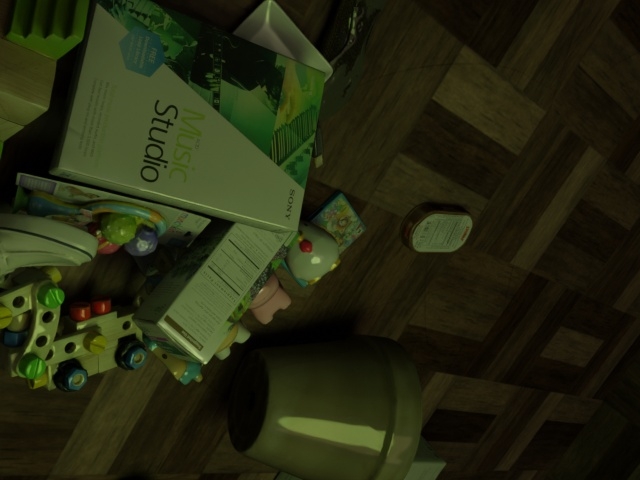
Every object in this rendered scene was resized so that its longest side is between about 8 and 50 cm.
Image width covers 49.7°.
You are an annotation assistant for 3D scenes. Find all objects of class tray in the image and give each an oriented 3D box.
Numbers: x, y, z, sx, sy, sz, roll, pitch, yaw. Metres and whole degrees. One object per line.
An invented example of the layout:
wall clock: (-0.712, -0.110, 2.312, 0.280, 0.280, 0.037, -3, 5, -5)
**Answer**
tray: (-0.118, -0.198, 0.983, 0.270, 0.030, 0.145, -48, 113, -6)

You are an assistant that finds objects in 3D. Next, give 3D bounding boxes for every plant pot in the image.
plant pot: (-0.014, 0.323, 1.318, 0.281, 0.323, 0.323, 14, 111, -26)

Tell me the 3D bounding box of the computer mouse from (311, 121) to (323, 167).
computer mouse: (-0.084, -0.097, 1.079, 0.184, 0.060, 0.261, -10, 110, -19)

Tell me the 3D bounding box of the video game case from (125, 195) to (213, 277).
video game case: (-0.229, -0.033, 1.062, 0.157, 0.019, 0.143, -31, 135, -15)

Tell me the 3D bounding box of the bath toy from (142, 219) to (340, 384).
bath toy: (-0.124, 0.086, 1.153, 0.348, 0.151, 0.129, -40, 104, -6)

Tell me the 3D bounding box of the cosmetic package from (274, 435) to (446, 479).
cosmetic package: (0.101, 0.561, 1.662, 0.385, 0.156, 0.217, 23, 104, -44)

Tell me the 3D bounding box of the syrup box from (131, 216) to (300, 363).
syrup box: (-0.144, 0.050, 0.968, 0.096, 0.093, 0.236, 46, 63, -24)

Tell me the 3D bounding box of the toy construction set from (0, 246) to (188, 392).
toy construction set: (-0.333, 0.101, 0.993, 0.328, 0.151, 0.214, -8, 109, -35)

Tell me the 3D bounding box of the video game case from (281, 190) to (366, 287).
video game case: (0.000, 0.000, 1.270, 0.166, 0.015, 0.119, -43, 137, -4)

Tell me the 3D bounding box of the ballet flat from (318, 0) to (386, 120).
ballet flat: (0.032, -0.301, 1.054, 0.084, 0.058, 0.249, 2, 123, -36)

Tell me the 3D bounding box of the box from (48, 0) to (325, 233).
box: (-0.154, -0.155, 0.883, 0.322, 0.058, 0.232, 14, 81, -32)

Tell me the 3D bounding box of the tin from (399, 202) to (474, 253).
tin: (0.245, -0.022, 1.435, 0.190, 0.040, 0.106, 1, 123, -39)

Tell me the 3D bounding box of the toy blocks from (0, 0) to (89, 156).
toy blocks: (-0.424, -0.162, 0.618, 0.261, 0.382, 0.190, 20, 66, -43)

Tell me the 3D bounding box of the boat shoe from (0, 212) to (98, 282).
boat shoe: (-0.408, 0.014, 0.823, 0.268, 0.088, 0.096, 9, 160, -16)

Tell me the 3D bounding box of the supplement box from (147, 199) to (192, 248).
supplement box: (-0.218, -0.039, 1.011, 0.043, 0.055, 0.083, -28, 134, -19)

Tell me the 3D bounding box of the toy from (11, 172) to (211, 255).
toy: (-0.280, -0.016, 0.902, 0.237, 0.137, 0.056, 18, 66, -22)
